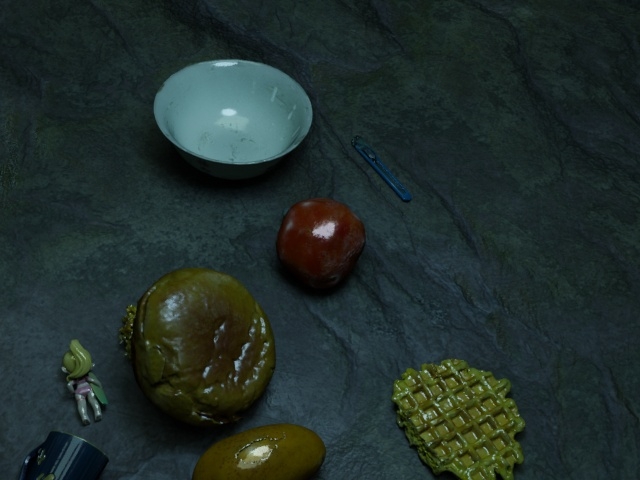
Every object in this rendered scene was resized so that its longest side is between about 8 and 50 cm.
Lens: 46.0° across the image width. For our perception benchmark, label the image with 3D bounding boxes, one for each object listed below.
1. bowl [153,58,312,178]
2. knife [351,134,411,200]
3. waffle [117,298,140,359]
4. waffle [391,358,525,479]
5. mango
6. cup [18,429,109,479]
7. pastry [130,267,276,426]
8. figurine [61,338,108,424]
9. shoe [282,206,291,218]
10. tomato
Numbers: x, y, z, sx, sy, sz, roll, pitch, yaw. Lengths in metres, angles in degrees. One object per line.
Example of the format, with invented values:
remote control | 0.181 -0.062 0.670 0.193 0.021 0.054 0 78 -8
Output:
bowl | -0.244 -0.300 2.119 0.434 0.196 0.435 4 49 -4
knife | 0.177 -0.217 2.218 0.044 0.026 0.297 -15 52 -34
waffle | -0.370 0.211 1.757 0.197 0.070 0.193 -17 54 -17
waffle | 0.308 0.405 1.689 0.307 0.060 0.312 6 48 -1
mango | -0.117 0.453 1.513 0.290 0.191 0.160 -15 61 -25
cup | -0.528 0.473 1.488 0.176 0.131 0.155 -2 47 30
pastry | -0.250 0.226 1.635 0.355 0.163 0.356 11 68 -29
figurine | -0.518 0.308 1.654 0.083 0.083 0.187 -13 63 -18
shoe | -0.010 -0.040 2.026 0.195 0.079 0.078 12 84 -8
tomato | -0.004 -0.002 1.887 0.231 0.188 0.232 -1 77 4
